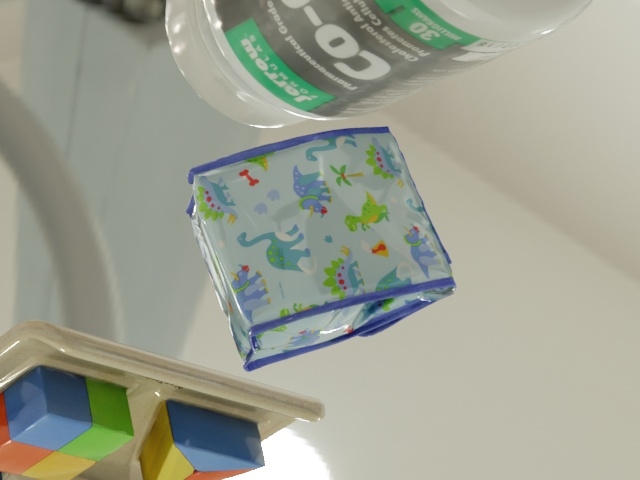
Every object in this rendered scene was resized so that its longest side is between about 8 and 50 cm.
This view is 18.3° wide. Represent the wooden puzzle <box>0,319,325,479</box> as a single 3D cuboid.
[{"bbox_3d":[-0.216,0.194,1.690,0.322,0.348,0.080,20,-130,-44],"label":"wooden puzzle"}]

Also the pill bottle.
[{"bbox_3d":[0.038,-0.204,1.480,0.204,0.204,0.361,-9,174,-31],"label":"pill bottle"}]

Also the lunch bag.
[{"bbox_3d":[0.000,0.000,1.321,0.151,0.096,0.128,-19,-108,-11],"label":"lunch bag"}]
